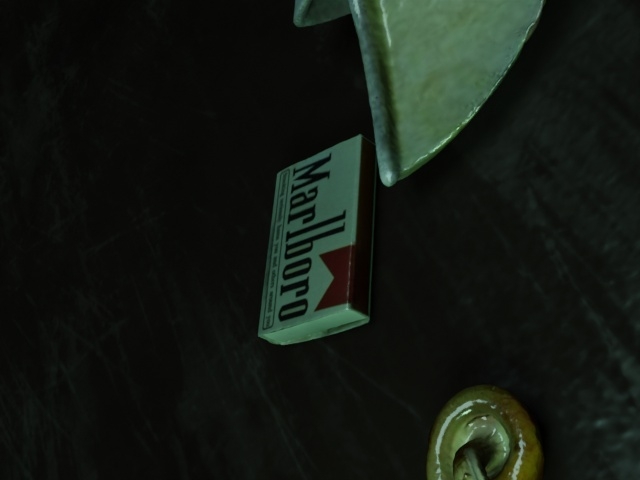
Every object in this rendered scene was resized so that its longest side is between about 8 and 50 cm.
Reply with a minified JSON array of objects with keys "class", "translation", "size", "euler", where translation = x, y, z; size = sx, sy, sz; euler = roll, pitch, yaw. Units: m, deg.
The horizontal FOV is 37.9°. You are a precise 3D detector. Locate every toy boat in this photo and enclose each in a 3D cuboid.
[{"class":"toy boat","translation":[0.110,-0.231,0.841],"size":[0.276,0.111,0.294],"euler":[-43,56,20]}]

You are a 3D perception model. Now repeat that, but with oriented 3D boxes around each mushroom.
[{"class":"mushroom","translation":[0.109,0.155,0.618],"size":[0.088,0.073,0.129],"euler":[-28,14,15]}]

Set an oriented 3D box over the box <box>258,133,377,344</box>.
[{"class":"box","translation":[0.000,0.000,0.858],"size":[0.115,0.036,0.178],"euler":[-19,55,39]}]
